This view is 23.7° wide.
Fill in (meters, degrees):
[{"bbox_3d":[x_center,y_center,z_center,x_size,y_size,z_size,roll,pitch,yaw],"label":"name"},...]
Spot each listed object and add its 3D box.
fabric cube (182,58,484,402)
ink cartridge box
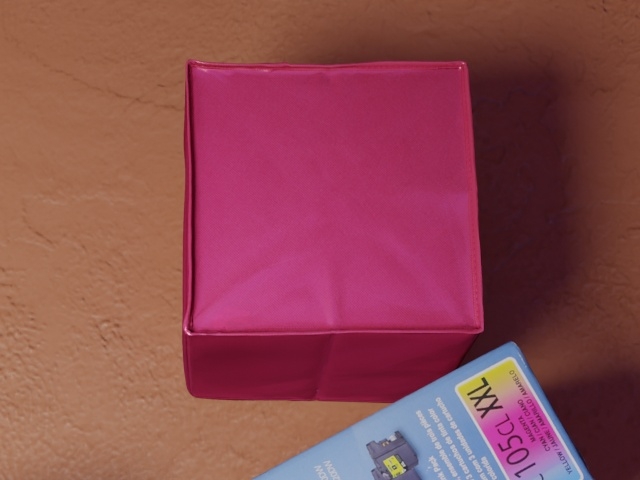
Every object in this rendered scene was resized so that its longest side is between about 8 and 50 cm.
[{"bbox_3d":[0.000,0.000,1.396,0.259,0.258,0.254,1,73,-3],"label":"fabric cube"},{"bbox_3d":[0.014,0.266,1.303,0.395,0.270,0.151,-28,74,-12],"label":"ink cartridge box"}]
